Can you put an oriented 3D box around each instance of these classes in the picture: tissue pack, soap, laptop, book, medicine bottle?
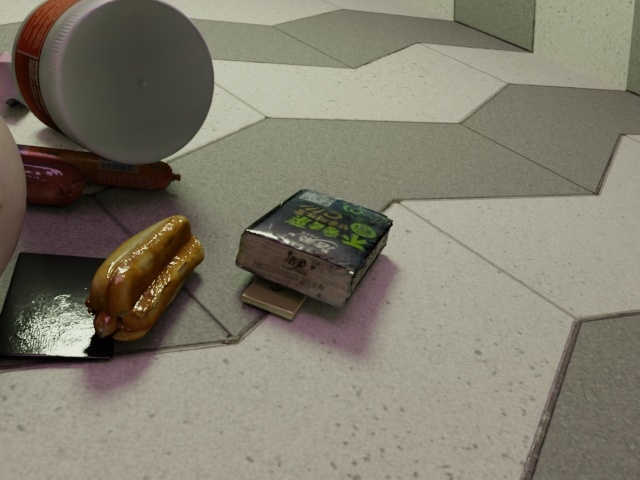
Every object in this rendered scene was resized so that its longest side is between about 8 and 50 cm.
[{"bbox_3d":[0.000,0.000,0.979,0.173,0.073,0.235,19,26,12],"label":"tissue pack"},{"bbox_3d":[-0.579,-0.308,1.253,0.056,0.100,0.149,0,8,-11],"label":"soap"},{"bbox_3d":[-0.321,0.080,0.811,0.135,0.016,0.197,5,33,-16],"label":"laptop"},{"bbox_3d":[-0.056,0.068,0.925,0.077,0.014,0.111,18,30,11],"label":"book"},{"bbox_3d":[-0.335,-0.267,1.046,0.252,0.253,0.240,-13,25,-35],"label":"medicine bottle"}]

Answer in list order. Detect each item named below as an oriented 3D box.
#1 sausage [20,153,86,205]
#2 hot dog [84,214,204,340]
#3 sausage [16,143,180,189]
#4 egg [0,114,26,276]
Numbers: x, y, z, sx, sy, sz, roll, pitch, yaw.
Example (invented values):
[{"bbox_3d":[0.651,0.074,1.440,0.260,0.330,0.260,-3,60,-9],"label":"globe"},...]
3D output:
[{"bbox_3d":[-0.428,-0.090,0.989,0.141,0.076,0.076,5,32,-10],"label":"sausage"},{"bbox_3d":[-0.226,0.044,0.829,0.076,0.102,0.249,-14,22,18],"label":"hot dog"},{"bbox_3d":[-0.404,-0.121,1.064,0.347,0.053,0.053,5,32,-12],"label":"sausage"},{"bbox_3d":[-0.466,-0.048,0.674,0.354,0.355,0.340,22,11,15],"label":"egg"}]
